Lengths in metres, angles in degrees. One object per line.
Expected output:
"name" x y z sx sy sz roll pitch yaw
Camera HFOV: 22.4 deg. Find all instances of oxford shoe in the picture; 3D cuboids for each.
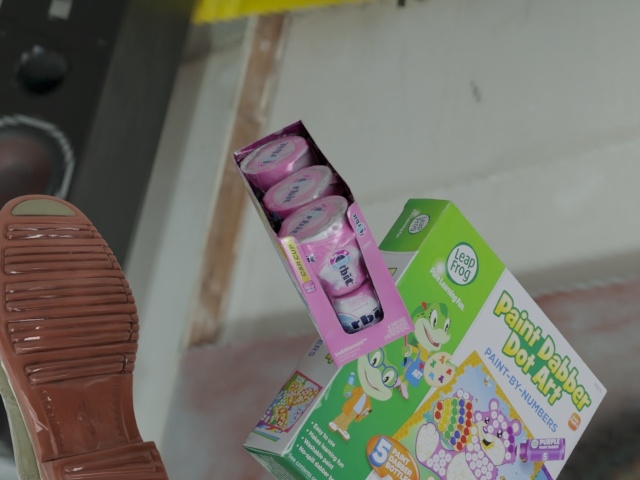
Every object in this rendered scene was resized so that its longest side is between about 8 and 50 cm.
"oxford shoe" -0.243 0.147 1.481 0.140 0.397 0.146 1 150 -29

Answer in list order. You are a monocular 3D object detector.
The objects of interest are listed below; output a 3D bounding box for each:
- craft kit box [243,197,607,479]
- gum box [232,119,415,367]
"craft kit box" 0.092 0.139 1.273 0.061 0.246 0.250 1 141 50
"gum box" 0.000 0.000 1.145 0.062 0.188 0.107 -26 116 -2
